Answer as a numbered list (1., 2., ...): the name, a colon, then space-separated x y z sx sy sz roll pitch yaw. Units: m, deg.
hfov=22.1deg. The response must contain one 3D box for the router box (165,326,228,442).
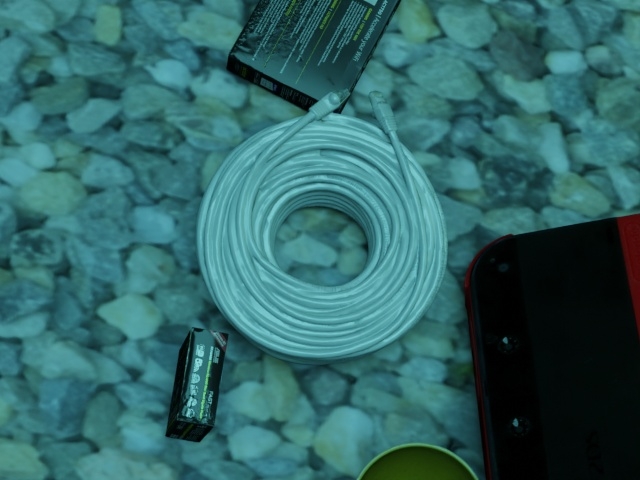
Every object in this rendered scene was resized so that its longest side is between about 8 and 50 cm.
1. router box: -0.121 0.142 1.596 0.038 0.122 0.092 11 74 -8

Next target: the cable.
1. cable: 0.000 0.000 1.667 0.257 0.089 0.257 -27 80 -11

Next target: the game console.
1. game console: 0.317 0.134 1.573 0.342 0.060 0.387 -9 52 8

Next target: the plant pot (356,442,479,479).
1. plant pot: 0.089 0.270 1.598 0.134 0.095 0.134 1 76 -5

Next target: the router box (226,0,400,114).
1. router box: -0.002 -0.233 1.750 0.133 0.046 0.179 28 74 1
